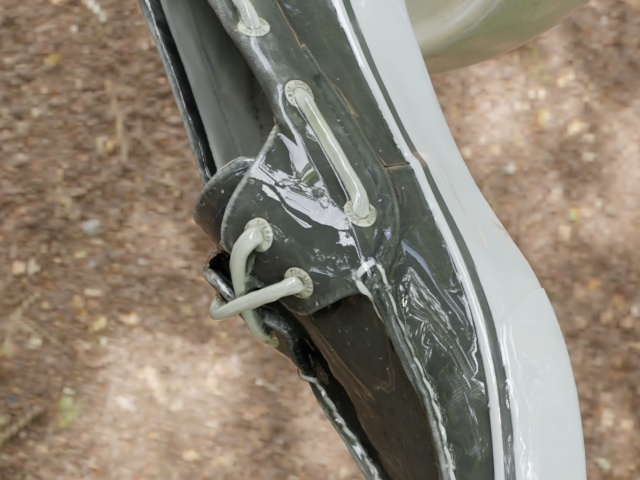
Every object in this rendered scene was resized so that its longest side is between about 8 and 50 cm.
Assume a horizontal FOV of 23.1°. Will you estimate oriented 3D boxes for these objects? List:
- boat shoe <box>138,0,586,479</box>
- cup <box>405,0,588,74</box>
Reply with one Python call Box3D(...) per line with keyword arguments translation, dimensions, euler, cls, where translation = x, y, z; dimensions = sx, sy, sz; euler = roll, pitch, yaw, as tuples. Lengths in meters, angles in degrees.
Box3D(translation=(0.000, 0.000, 0.414), dimensions=(0.070, 0.078, 0.219), euler=(-6, 61, -27), cls="boat shoe")
Box3D(translation=(0.037, -0.214, 0.807), dimensions=(0.331, 0.331, 0.237), euler=(63, 23, -24), cls="cup")
